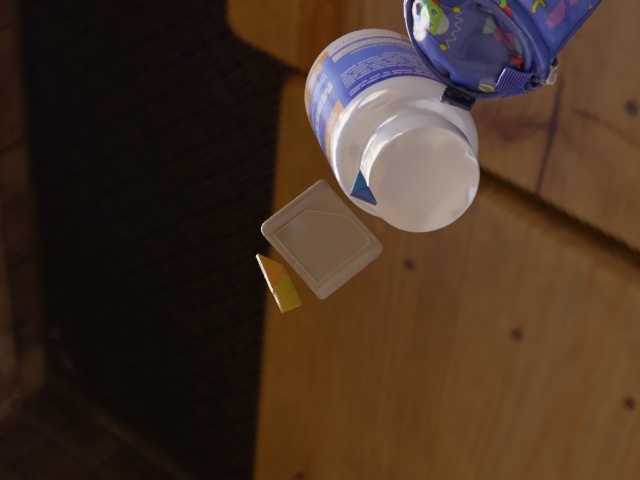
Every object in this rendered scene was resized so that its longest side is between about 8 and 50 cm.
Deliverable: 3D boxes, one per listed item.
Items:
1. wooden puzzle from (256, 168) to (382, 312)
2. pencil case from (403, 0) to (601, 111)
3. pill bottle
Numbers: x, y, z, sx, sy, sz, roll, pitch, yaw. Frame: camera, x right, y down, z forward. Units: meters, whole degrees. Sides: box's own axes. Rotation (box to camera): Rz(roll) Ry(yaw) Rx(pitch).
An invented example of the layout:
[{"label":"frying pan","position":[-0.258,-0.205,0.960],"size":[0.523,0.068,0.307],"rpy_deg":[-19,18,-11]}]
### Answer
[{"label":"wooden puzzle","position":[0.000,0.000,1.168],"size":[0.078,0.116,0.014],"rpy_deg":[56,157,7]},{"label":"pencil case","position":[0.191,-0.235,1.234],"size":[0.133,0.306,0.119],"rpy_deg":[42,153,-2]},{"label":"pill bottle","position":[0.076,-0.112,1.616],"size":[0.272,0.152,0.152],"rpy_deg":[-111,6,-65]}]
